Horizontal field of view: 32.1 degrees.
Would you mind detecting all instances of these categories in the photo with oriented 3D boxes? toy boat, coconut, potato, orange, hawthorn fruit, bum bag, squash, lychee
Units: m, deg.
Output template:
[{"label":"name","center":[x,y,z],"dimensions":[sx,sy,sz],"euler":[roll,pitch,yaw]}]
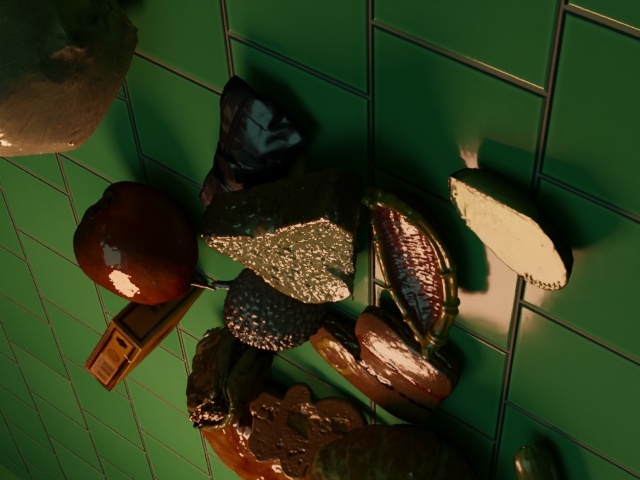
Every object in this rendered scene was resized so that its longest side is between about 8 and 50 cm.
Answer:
[{"label":"toy boat","center":[0.130,0.030,1.572],"dimensions":[0.141,0.099,0.318],"euler":[16,142,39]},{"label":"coconut","center":[-0.452,-0.288,1.640],"dimensions":[0.360,0.346,0.346],"euler":[21,142,43]},{"label":"potato","center":[0.249,-0.022,1.413],"dimensions":[0.198,0.054,0.119],"euler":[39,153,18]},{"label":"orange","center":[0.126,0.460,1.906],"dimensions":[0.329,0.249,0.329],"euler":[1,112,3]},{"label":"hawthorn fruit","center":[-0.303,0.023,1.976],"dimensions":[0.262,0.210,0.210],"euler":[44,151,-22]},{"label":"bum bag","center":[-0.107,-0.108,1.685],"dimensions":[0.144,0.095,0.340],"euler":[38,146,9]},{"label":"squash","center":[0.357,0.405,1.779],"dimensions":[0.069,0.069,0.239],"euler":[13,137,41]},{"label":"lychee","center":[-0.086,0.098,1.831],"dimensions":[0.197,0.165,0.165],"euler":[30,146,16]}]

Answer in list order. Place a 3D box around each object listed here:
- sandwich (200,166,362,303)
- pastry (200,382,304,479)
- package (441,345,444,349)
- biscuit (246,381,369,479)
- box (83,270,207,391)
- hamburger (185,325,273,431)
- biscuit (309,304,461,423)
[{"label":"sandwich","center":[0.001,-0.004,1.614],"dimensions":[0.288,0.099,0.254],"euler":[-11,145,45]},{"label":"pastry","center":[-0.114,0.414,2.268],"dimensions":[0.330,0.136,0.329],"euler":[29,146,22]},{"label":"package","center":[0.172,0.139,1.726],"dimensions":[0.037,0.015,0.110],"euler":[19,141,36]},{"label":"biscuit","center":[-0.016,0.357,2.073],"dimensions":[0.249,0.035,0.184],"euler":[2,89,16]},{"label":"box","center":[-0.349,0.170,2.195],"dimensions":[0.084,0.193,0.301],"euler":[44,149,0]},{"label":"hamburger","center":[-0.171,0.266,2.115],"dimensions":[0.130,0.206,0.183],"euler":[22,156,-20]},{"label":"biscuit","center":[0.091,0.192,1.830],"dimensions":[0.262,0.052,0.277],"euler":[40,153,6]}]
